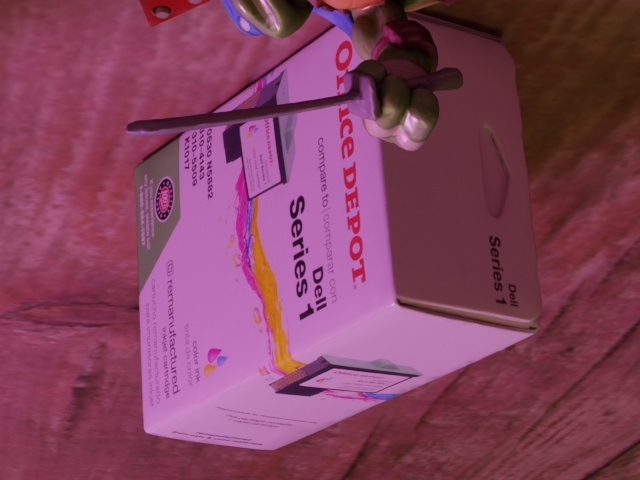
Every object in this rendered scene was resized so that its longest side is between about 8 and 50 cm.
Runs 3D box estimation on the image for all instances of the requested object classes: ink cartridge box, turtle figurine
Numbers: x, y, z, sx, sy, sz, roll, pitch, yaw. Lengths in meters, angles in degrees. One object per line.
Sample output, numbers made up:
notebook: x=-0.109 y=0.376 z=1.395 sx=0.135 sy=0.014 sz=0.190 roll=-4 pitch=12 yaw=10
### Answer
ink cartridge box: x=0.000 y=0.000 z=1.139 sx=0.117 sy=0.201 sz=0.278 roll=12 pitch=153 yaw=-35
turtle figurine: x=0.036 y=-0.154 z=0.773 sx=0.266 sy=0.198 sz=0.274 roll=-23 pitch=151 yaw=24

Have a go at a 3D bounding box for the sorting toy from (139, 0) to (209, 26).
sorting toy: x=-0.092 y=-0.160 z=0.938 sx=0.274 sy=0.046 sz=0.132 roll=6 pitch=156 yaw=-24
